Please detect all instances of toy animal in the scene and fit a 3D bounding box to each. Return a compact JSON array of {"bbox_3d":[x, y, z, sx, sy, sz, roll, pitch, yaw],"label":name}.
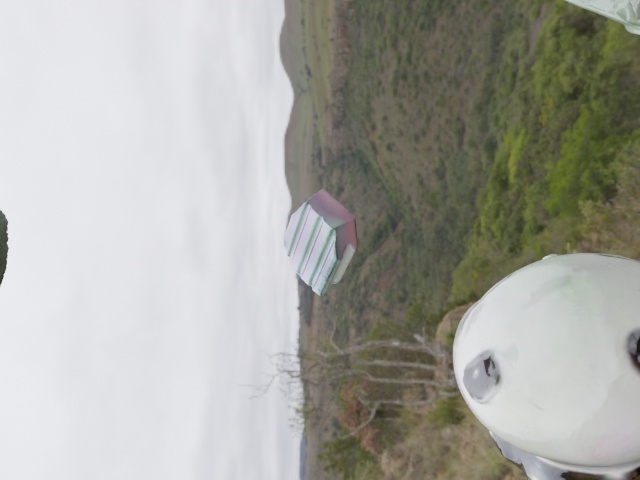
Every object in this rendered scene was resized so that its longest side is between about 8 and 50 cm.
[{"bbox_3d":[0.232,0.116,0.502,0.212,0.213,0.266,-89,-25,-49],"label":"toy animal"}]

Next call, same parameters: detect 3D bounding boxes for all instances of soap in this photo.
[{"bbox_3d":[0.000,0.000,0.837,0.056,0.100,0.149,-36,-21,-37],"label":"soap"}]

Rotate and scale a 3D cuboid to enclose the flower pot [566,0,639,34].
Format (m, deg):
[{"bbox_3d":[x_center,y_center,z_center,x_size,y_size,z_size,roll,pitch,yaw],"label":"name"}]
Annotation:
[{"bbox_3d":[0.526,-0.376,0.827,0.367,0.254,0.164,-89,10,-66],"label":"flower pot"}]

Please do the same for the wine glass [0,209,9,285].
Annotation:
[{"bbox_3d":[-0.490,-0.045,0.459,0.406,0.268,0.266,76,-167,-61],"label":"wine glass"}]

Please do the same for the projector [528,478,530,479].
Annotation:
[{"bbox_3d":[0.576,0.407,0.954,0.242,0.396,0.405,74,-175,-47],"label":"projector"}]
